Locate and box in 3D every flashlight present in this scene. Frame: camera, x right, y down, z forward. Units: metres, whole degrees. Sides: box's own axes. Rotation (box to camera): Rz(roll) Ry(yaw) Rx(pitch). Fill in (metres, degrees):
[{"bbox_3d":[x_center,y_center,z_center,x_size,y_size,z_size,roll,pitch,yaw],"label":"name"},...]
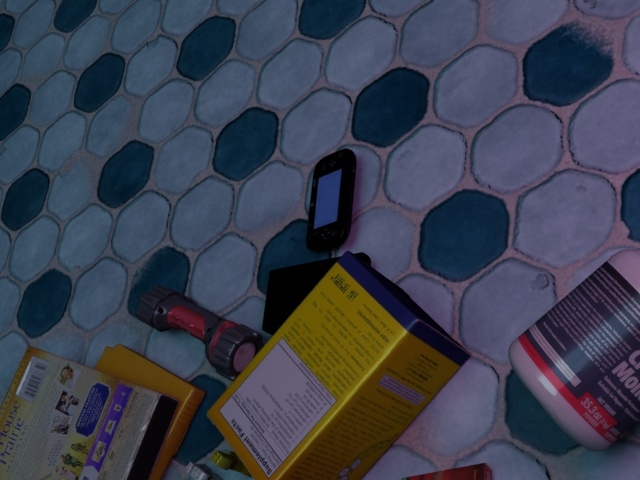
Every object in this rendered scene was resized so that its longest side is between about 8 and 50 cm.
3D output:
[{"bbox_3d":[-0.238,0.173,1.749,0.304,0.103,0.103,20,83,38],"label":"flashlight"}]

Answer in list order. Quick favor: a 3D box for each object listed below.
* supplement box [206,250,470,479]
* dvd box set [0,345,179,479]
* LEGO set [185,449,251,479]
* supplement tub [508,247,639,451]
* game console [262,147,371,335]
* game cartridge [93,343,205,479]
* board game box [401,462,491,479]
[{"bbox_3d":[0.028,0.232,1.469,0.356,0.195,0.194,-49,49,5],"label":"supplement box"},{"bbox_3d":[-0.488,0.396,1.781,0.420,0.062,0.307,9,73,38],"label":"dvd box set"},{"bbox_3d":[-0.149,0.413,1.572,0.227,0.093,0.087,26,85,41],"label":"LEGO set"},{"bbox_3d":[0.412,0.135,1.246,0.272,0.191,0.191,-43,50,11],"label":"supplement tub"},{"bbox_3d":[0.000,0.000,1.694,0.213,0.044,0.361,-13,59,35],"label":"game console"},{"bbox_3d":[-0.395,0.388,1.794,0.285,0.053,0.323,21,79,40],"label":"game cartridge"},{"bbox_3d":[0.170,0.454,1.304,0.145,0.027,0.281,-18,37,26],"label":"board game box"}]
